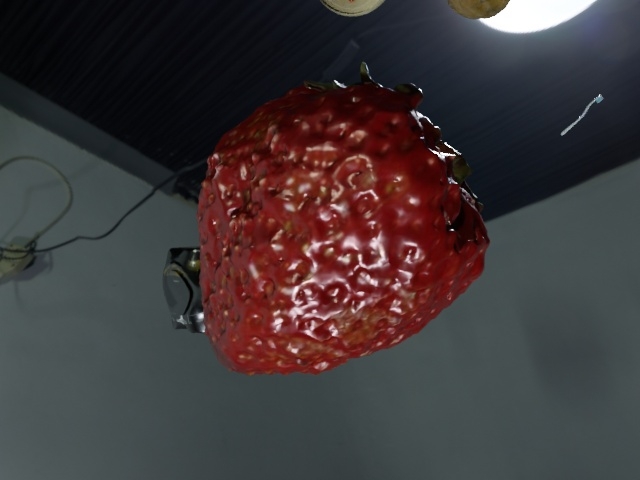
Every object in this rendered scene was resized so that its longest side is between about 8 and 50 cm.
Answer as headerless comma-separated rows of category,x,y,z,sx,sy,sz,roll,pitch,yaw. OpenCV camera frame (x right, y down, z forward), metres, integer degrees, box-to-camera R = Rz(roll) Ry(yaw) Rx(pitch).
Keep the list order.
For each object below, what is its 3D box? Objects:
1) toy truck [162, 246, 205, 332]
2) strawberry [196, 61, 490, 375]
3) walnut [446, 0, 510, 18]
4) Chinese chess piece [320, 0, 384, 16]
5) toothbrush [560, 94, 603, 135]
toy truck,-0.135,0.089,1.095,0.254,0.405,0.181,-6,93,-38
strawberry,0.000,0.000,0.499,0.257,0.277,0.257,46,5,-5
walnut,0.364,-0.606,1.261,0.213,0.213,0.213,37,38,-36
Chinese chess piece,0.091,-0.759,1.559,0.250,0.250,0.103,52,35,-15
toothbrush,0.589,-0.281,1.264,0.011,0.131,0.013,-30,75,-32
